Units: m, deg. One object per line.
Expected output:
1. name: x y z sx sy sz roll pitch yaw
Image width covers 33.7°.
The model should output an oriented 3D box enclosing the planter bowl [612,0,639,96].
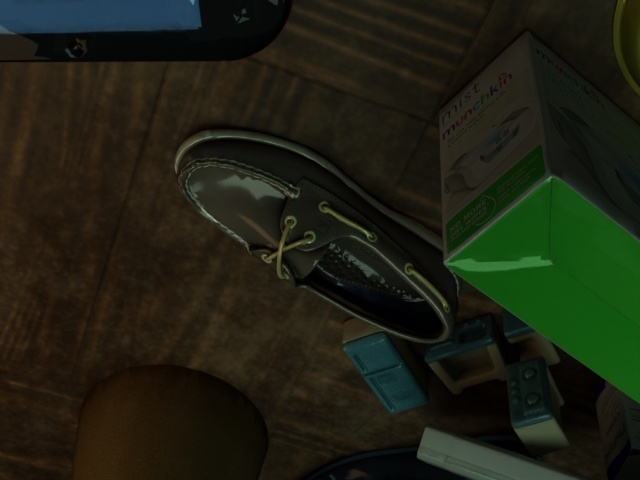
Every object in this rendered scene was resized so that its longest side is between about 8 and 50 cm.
1. planter bowl: 0.362 -0.167 0.884 0.217 0.090 0.217 2 129 3

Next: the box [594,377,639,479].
1. box: 0.374 0.205 1.147 0.126 0.137 0.072 12 130 -4

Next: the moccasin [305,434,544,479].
1. moccasin: 0.102 0.323 1.281 0.342 0.116 0.137 -22 123 22

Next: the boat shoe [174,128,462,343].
1. boat shoe: 0.000 0.000 1.047 0.324 0.096 0.116 29 126 -17

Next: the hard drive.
1. hard drive: 0.257 0.262 1.095 0.308 0.040 0.203 18 170 13

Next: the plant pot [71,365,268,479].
1. plant pot: -0.194 0.316 1.220 0.237 0.254 0.237 3 128 4

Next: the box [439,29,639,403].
1. box: 0.236 -0.015 0.926 0.262 0.231 0.127 35 124 -20

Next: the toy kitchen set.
1. toy kitchen set: 0.137 0.149 1.108 0.207 0.166 0.122 -21 124 21

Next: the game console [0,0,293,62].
1. game console: -0.220 -0.305 0.853 0.387 0.060 0.341 0 129 5
